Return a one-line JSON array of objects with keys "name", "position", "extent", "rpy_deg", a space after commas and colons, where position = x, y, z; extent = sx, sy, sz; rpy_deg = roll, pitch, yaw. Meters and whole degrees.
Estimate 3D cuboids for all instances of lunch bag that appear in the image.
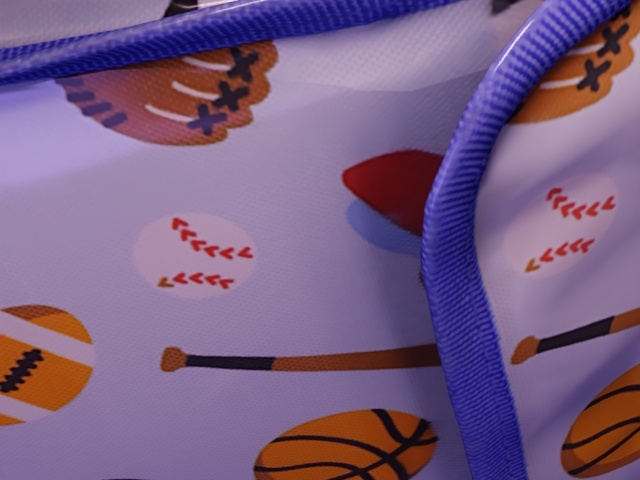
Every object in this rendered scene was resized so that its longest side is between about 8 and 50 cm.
[{"name": "lunch bag", "position": [0.010, -0.026, 0.577], "extent": [0.385, 0.239, 0.328], "rpy_deg": [-8, 145, 8]}]
